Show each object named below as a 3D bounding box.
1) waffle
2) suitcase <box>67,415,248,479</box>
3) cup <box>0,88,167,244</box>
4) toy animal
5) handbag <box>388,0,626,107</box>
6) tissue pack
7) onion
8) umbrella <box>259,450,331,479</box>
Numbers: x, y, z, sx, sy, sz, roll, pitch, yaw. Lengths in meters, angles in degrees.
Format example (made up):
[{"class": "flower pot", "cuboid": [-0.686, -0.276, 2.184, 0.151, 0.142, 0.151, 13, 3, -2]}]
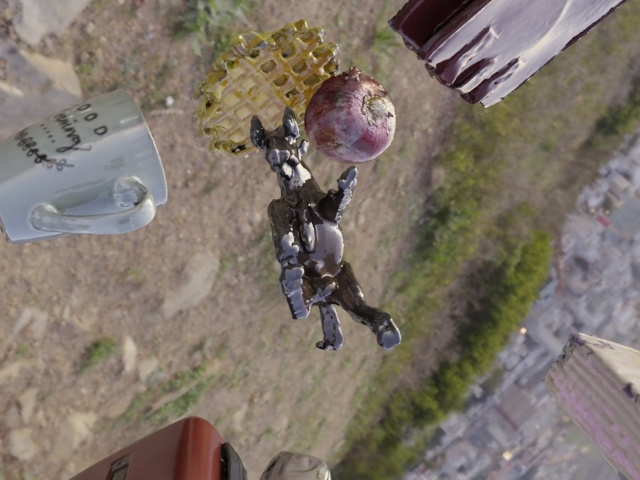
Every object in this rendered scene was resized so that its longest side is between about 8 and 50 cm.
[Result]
[{"class": "waffle", "cuboid": [-0.090, -0.256, 1.559, 0.262, 0.060, 0.280, -8, 136, -25]}, {"class": "suitcase", "cuboid": [-0.180, 0.340, 0.947, 0.236, 0.161, 0.297, -28, -163, 3]}, {"class": "cup", "cuboid": [-0.345, -0.077, 1.272, 0.234, 0.258, 0.186, -25, 131, -22]}, {"class": "toy animal", "cuboid": [0.000, 0.000, 0.780, 0.084, 0.232, 0.148, -16, -163, 0]}, {"class": "handbag", "cuboid": [0.220, -0.258, 0.896, 0.275, 0.084, 0.260, -41, 162, 16]}, {"class": "tissue pack", "cuboid": [0.489, 0.274, 1.237, 0.242, 0.343, 0.125, 19, 109, -22]}, {"class": "onion", "cuboid": [0.038, -0.200, 1.550, 0.159, 0.159, 0.195, -22, 179, -37]}, {"class": "umbrella", "cuboid": [-0.052, 0.270, 0.664, 0.067, 0.073, 0.337, -6, -164, 15]}]
